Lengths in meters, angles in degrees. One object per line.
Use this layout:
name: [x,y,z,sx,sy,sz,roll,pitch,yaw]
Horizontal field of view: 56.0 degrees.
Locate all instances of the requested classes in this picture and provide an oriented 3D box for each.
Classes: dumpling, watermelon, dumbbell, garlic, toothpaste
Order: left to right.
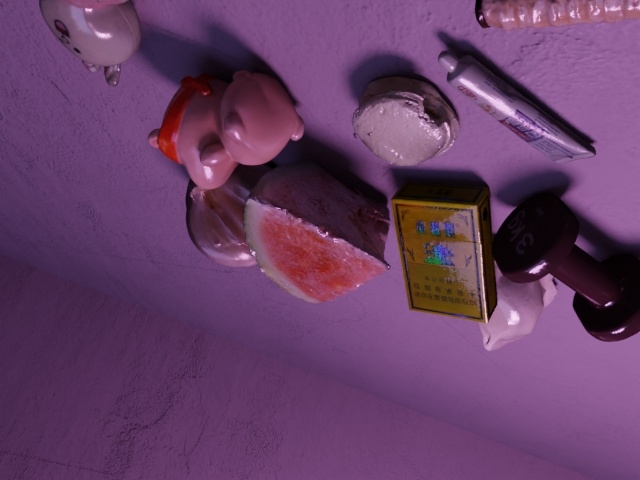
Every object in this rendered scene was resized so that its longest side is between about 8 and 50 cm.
garlic: [-0.143,-0.063,1.151,0.237,0.210,0.292,-32,125,20]
watermelon: [0.000,0.000,0.991,0.232,0.193,0.310,-13,125,15]
toothpaste: [0.228,-0.155,0.715,0.233,0.038,0.060,29,159,-21]
dumpling: [0.346,0.099,1.054,0.151,0.124,0.228,-16,129,-5]
dumbbell: [0.369,0.041,0.870,0.225,0.140,0.124,32,116,-18]

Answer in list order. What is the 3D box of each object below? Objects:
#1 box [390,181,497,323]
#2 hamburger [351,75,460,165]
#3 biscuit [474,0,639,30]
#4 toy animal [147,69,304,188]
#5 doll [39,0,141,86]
box: [0.201,0.019,0.961,0.141,0.064,0.219,7,126,33]
hamburger: [0.109,-0.152,0.791,0.133,0.062,0.140,-3,143,43]
biscuit: [0.249,-0.220,0.533,0.219,0.055,0.061,8,-172,33]
toy animal: [-0.142,-0.166,0.873,0.198,0.171,0.171,2,149,35]
doll: [-0.298,-0.312,0.773,0.155,0.113,0.275,30,164,7]
